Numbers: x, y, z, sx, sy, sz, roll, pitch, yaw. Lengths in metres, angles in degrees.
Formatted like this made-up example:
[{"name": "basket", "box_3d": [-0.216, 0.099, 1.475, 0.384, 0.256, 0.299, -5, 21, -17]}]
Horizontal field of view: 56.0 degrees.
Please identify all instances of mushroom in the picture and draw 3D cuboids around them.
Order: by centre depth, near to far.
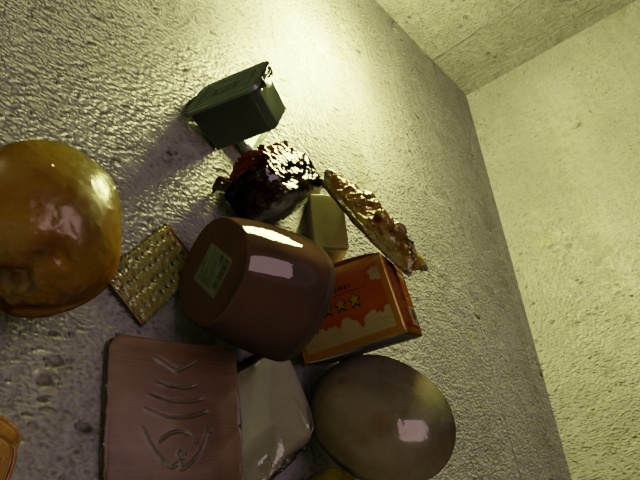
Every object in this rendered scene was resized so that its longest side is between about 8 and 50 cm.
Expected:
[{"name": "mushroom", "box_3d": [0.142, 0.456, 1.471, 0.362, 0.295, 0.362, 17, 22, -7]}]

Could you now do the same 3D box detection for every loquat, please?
[{"name": "loquat", "box_3d": [-0.444, -0.025, 0.967, 0.276, 0.276, 0.284, 50, 32, -22]}]

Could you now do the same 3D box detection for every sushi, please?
[{"name": "sushi", "box_3d": [-0.136, -0.144, 1.580, 0.182, 0.196, 0.343, 48, 25, 9]}]

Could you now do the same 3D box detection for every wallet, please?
[{"name": "wallet", "box_3d": [-0.140, 0.374, 1.307, 0.335, 0.068, 0.275, -24, 85, -52]}]

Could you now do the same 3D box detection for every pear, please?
[{"name": "pear", "box_3d": [0.016, 0.577, 1.303, 0.149, 0.148, 0.162, 44, 55, -29]}]

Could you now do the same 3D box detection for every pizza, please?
[{"name": "pizza", "box_3d": [0.134, -0.049, 1.507, 0.258, 0.087, 0.268, 44, 5, -43]}]

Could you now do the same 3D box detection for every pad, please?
[{"name": "pad", "box_3d": [-0.272, 0.327, 1.137, 0.286, 0.018, 0.284, 15, 55, -38]}]

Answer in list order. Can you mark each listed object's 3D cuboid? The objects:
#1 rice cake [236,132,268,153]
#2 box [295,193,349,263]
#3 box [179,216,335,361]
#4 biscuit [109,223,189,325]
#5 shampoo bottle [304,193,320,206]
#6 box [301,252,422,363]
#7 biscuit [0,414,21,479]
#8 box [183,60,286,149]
[{"name": "rice cake", "box_3d": [-0.190, -0.320, 1.737, 0.080, 0.042, 0.222, 47, 36, -17]}, {"name": "box", "box_3d": [0.000, 0.000, 1.620, 0.095, 0.212, 0.168, 2, 61, -13]}, {"name": "box", "box_3d": [-0.145, 0.093, 1.276, 0.216, 0.301, 0.301, 24, 50, -41]}, {"name": "biscuit", "box_3d": [-0.349, 0.063, 1.260, 0.139, 0.016, 0.231, 56, 33, -14]}, {"name": "shampoo bottle", "box_3d": [0.017, -0.056, 1.841, 0.183, 0.050, 0.087, 57, 30, -11]}, {"name": "box", "box_3d": [0.090, 0.176, 1.521, 0.283, 0.259, 0.214, 34, 40, -69]}, {"name": "biscuit", "box_3d": [-0.497, 0.316, 0.861, 0.118, 0.023, 0.140, 33, 44, -41]}, {"name": "box", "box_3d": [-0.211, -0.342, 1.554, 0.135, 0.243, 0.163, 59, 29, -31]}]
